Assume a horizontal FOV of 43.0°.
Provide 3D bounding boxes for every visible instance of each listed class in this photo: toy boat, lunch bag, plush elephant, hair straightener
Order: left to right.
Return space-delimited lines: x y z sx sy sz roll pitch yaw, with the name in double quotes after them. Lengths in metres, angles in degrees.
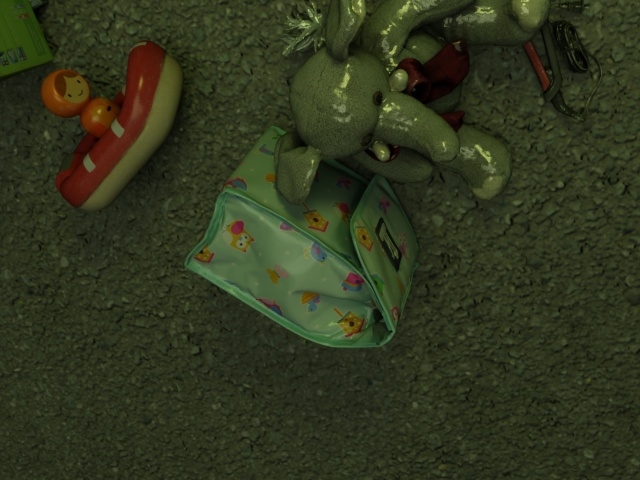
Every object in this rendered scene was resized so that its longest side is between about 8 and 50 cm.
-0.279 -0.160 1.023 0.151 0.151 0.231 35 112 -25 "toy boat"
0.000 0.000 1.005 0.262 0.223 0.160 29 120 -2 "lunch bag"
0.075 -0.161 0.901 0.330 0.255 0.271 19 125 7 "plush elephant"
0.278 -0.248 0.960 0.089 0.047 0.230 -24 104 17 "hair straightener"

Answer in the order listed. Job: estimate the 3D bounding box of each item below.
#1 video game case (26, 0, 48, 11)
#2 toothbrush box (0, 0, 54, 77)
-0.522 -0.342 1.077 0.274 0.026 0.196 -23 105 18 "video game case"
-0.459 -0.264 0.930 0.122 0.283 0.206 -17 107 15 "toothbrush box"
